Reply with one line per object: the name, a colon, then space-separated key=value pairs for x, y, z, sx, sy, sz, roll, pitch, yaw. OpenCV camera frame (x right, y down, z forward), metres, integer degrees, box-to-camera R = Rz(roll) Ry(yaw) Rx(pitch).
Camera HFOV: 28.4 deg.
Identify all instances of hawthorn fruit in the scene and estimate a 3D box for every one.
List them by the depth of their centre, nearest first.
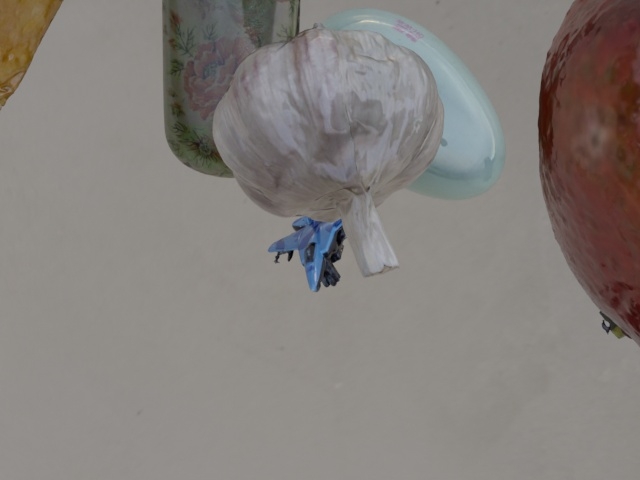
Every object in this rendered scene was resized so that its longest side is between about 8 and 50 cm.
hawthorn fruit: x=0.276 y=-0.028 z=0.869 sx=0.284 sy=0.369 sz=0.285 roll=5 pitch=38 yaw=-4

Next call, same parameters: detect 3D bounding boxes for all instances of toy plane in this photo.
toy plane: x=0.004 y=0.006 z=1.589 sx=0.169 sy=0.246 sz=0.078 roll=-28 pitch=119 yaw=16

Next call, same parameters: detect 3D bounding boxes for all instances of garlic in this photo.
garlic: x=0.019 y=-0.067 z=1.122 sx=0.218 sy=0.218 sz=0.212 roll=-7 pitch=63 yaw=-12

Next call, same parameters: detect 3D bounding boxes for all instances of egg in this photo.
egg: x=0.132 y=-0.209 z=1.973 sx=0.371 sy=0.230 sz=0.230 roll=39 pitch=74 yaw=1

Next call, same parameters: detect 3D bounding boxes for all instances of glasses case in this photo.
glasses case: x=-0.100 y=-0.274 z=1.430 sx=0.156 sy=0.098 sz=0.425 roll=4 pitch=115 yaw=3

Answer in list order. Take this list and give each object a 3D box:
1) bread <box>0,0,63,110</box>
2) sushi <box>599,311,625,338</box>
bread: x=-0.203 y=-0.156 z=0.580 sx=0.149 sy=0.143 sz=0.158 roll=44 pitch=106 yaw=24
sushi: x=0.560 y=0.057 z=1.925 sx=0.131 sy=0.291 sz=0.139 roll=51 pitch=44 yaw=6
